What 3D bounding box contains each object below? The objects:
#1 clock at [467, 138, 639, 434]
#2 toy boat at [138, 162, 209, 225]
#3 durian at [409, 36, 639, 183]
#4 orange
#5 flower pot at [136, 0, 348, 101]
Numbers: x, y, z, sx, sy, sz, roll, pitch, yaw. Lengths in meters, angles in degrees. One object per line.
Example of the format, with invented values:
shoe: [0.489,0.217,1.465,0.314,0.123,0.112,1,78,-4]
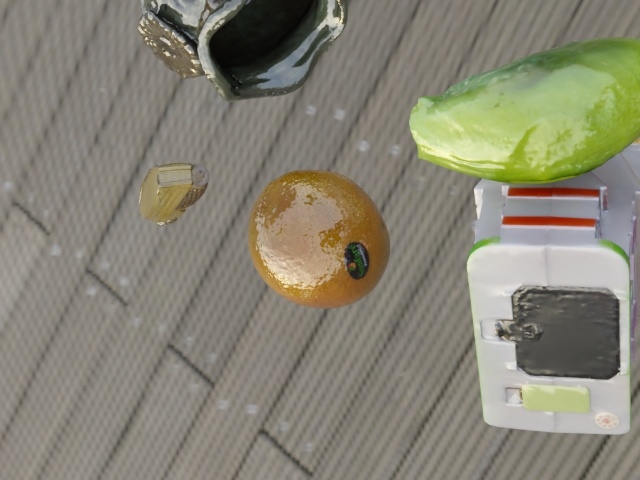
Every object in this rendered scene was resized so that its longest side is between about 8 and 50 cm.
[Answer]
clock: [0.241,-0.009,1.268,0.166,0.235,0.309,1,42,15]
toy boat: [-0.138,-0.042,1.231,0.149,0.049,0.047,144,124,-71]
durian: [0.199,-0.117,1.120,0.250,0.101,0.139,-17,36,6]
orange: [0.000,0.000,1.819,0.206,0.206,0.206,-4,83,37]
flower pot: [-0.124,-0.361,1.957,0.213,0.301,0.302,47,113,31]
